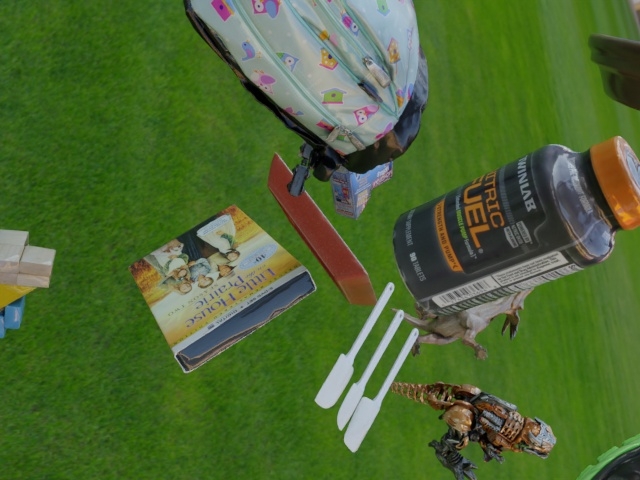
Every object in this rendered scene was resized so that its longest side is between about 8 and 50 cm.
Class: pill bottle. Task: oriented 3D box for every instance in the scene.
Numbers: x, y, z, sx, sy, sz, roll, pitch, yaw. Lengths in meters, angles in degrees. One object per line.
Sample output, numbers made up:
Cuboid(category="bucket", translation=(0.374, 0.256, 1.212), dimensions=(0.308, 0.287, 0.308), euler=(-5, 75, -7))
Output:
Cuboid(category="pill bottle", translation=(0.207, -0.016, 0.640), dimensions=(0.130, 0.246, 0.130), euler=(30, 47, -38))

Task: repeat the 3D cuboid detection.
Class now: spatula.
Cuboid(category="spatula", translation=(0.083, 0.201, 0.994), dimensions=(0.242, 0.019, 0.168), euler=(-55, 130, -30))

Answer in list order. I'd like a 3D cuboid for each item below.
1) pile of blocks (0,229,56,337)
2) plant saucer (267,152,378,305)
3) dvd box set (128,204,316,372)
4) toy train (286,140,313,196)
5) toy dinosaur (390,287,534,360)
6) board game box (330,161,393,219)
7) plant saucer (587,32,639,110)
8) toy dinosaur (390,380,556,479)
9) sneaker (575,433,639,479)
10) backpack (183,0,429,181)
Cuboid(category="pile of blocks", translation=(-0.543, 0.098, 0.922), dimensions=(0.112, 0.362, 0.148), euler=(-111, 176, -56))
Cuboid(category="plant saucer", translation=(0.000, 0.000, 1.077), dimensions=(0.259, 0.048, 0.258), euler=(54, -3, 19))
Cuboid(category="dvd box set", translation=(-0.235, 0.081, 1.353), dimensions=(0.308, 0.420, 0.062), euler=(-32, 123, -13))
Cuboid(category="toy train", translation=(-0.011, -0.134, 0.835), dimensions=(0.036, 0.027, 0.158), euler=(-104, -146, -84))
Cuboid(category="toy dinosaur", translation=(0.304, 0.168, 1.313), dimensions=(0.200, 0.296, 0.127), euler=(-12, 90, -48))
Cuboid(category="board game box", translation=(0.084, -0.155, 1.329), dimensions=(0.194, 0.060, 0.194), euler=(-33, 133, -45))
Cuboid(category="plant saucer", translation=(0.302, -0.080, 0.380), dimensions=(0.278, 0.278, 0.041), euler=(-26, 133, -58))
Cuboid(category="toy dinosaur", translation=(0.308, 0.359, 1.267), dimensions=(0.164, 0.322, 0.218), euler=(-32, 141, -26))
Cuboid(category="sneaker", translation=(0.508, 0.351, 0.807), dimensions=(0.185, 0.483, 0.202), euler=(47, 4, -14))
Cuboid(category="backpack", translation=(-0.003, -0.148, 0.413), dimensions=(0.182, 0.115, 0.151), euler=(37, 37, -43))
